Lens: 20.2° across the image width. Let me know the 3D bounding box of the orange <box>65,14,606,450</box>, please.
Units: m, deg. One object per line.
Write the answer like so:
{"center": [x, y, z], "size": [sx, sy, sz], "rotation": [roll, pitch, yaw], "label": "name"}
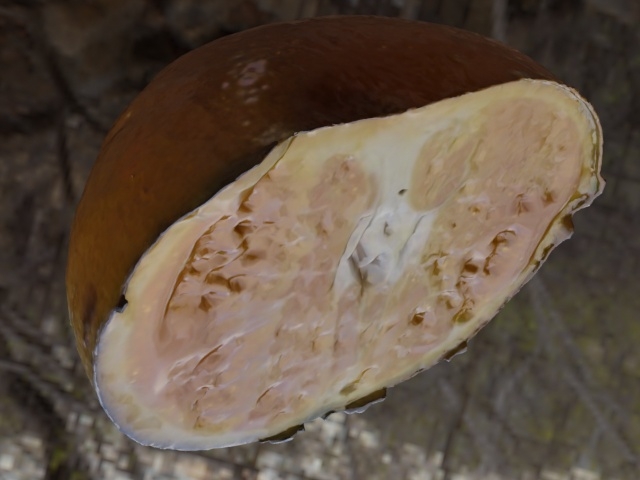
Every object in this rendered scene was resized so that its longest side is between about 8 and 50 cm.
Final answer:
{"center": [-0.002, -0.003, 1.024], "size": [0.274, 0.274, 0.310], "rotation": [15, -135, 21], "label": "orange"}
